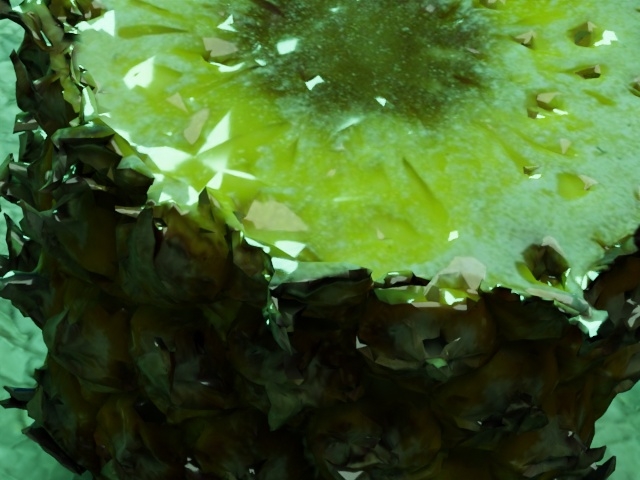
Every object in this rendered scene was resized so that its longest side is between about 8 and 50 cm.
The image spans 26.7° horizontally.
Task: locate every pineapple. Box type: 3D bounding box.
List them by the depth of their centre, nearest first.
[{"bbox_3d":[0.001,0.003,0.657,0.353,0.300,0.352,10,44,-10],"label":"pineapple"}]
